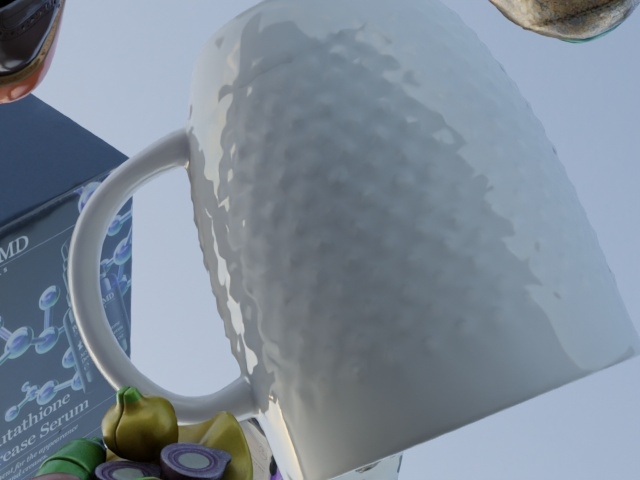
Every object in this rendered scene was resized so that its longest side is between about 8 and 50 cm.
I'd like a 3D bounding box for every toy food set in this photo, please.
[{"bbox_3d":[-0.122,0.150,0.893,0.128,0.218,0.071,-4,-61,21],"label":"toy food set"}]

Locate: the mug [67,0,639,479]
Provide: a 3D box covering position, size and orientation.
[{"bbox_3d":[0.000,0.000,1.135,0.374,0.276,0.328,-21,-98,-5],"label":"mug"}]

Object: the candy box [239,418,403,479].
[{"bbox_3d":[-0.005,0.214,1.446,0.070,0.165,0.196,42,-44,37],"label":"candy box"}]

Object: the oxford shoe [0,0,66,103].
[{"bbox_3d":[-0.192,-0.227,1.039,0.097,0.271,0.098,8,-29,-7],"label":"oxford shoe"}]

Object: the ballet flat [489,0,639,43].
[{"bbox_3d":[0.050,-0.219,0.828,0.316,0.107,0.106,38,-6,35],"label":"ballet flat"}]

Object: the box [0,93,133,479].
[{"bbox_3d":[-0.369,0.081,1.616,0.212,0.293,0.395,32,-44,28],"label":"box"}]
